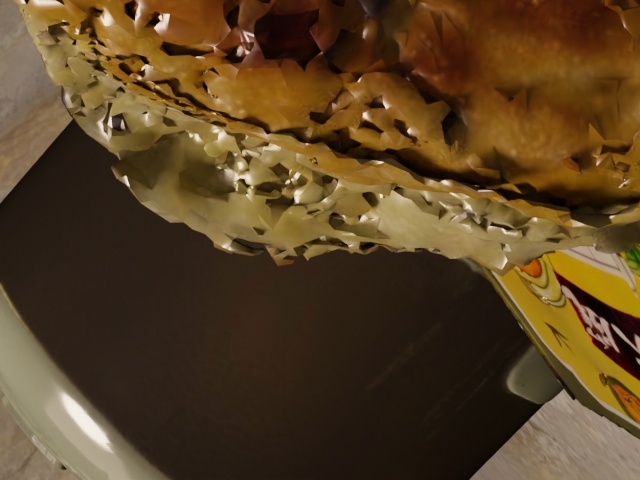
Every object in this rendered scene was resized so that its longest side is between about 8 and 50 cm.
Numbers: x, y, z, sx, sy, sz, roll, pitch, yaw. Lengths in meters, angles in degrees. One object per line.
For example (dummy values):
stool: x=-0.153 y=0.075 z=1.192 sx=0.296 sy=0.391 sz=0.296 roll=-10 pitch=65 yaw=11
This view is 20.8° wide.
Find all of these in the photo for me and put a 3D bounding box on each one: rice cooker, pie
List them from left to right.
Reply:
rice cooker: x=0.000 y=0.000 z=1.008 sx=0.335 sy=0.325 sz=0.335 roll=40 pitch=-170 yaw=-8
pie: x=0.062 y=-0.111 z=0.362 sx=0.308 sy=0.308 sz=0.085 roll=54 pitch=-157 yaw=-17

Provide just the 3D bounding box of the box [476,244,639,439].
box: x=0.113 y=-0.082 z=0.632 sx=0.420 sy=0.138 sz=0.373 roll=55 pitch=172 yaw=-18
